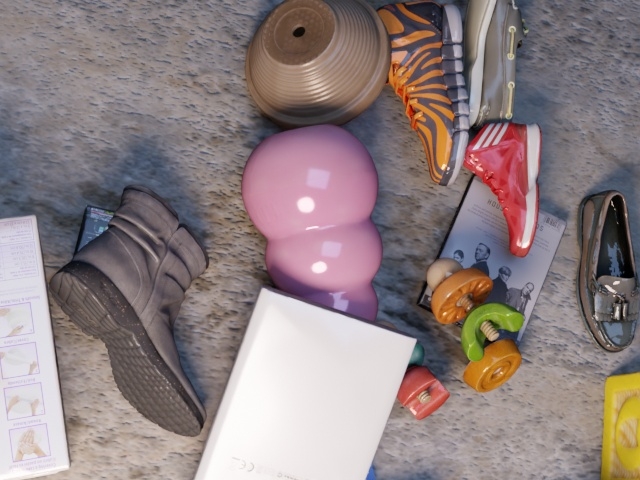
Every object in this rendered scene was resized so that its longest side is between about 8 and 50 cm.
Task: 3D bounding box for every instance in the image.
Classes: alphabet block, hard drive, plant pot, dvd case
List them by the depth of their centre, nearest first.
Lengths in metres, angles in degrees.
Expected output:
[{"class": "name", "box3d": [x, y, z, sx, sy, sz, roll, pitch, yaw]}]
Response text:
[{"class": "hard drive", "box3d": [-0.033, 0.265, 1.469, 0.233, 0.047, 0.353, 19, 96, -9]}, {"class": "plant pot", "box3d": [-0.016, -0.294, 1.586, 0.237, 0.110, 0.237, -5, 72, 16]}, {"class": "alphabet block", "box3d": [0.570, 0.309, 1.608, 0.197, 0.192, 0.194, 8, 75, -10]}, {"class": "dvd case", "box3d": [0.281, 0.037, 1.680, 0.179, 0.029, 0.239, 27, 74, -6]}]

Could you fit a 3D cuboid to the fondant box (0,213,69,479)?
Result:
[{"class": "fondant box", "box3d": [-0.404, 0.152, 1.394, 0.096, 0.238, 0.331, -9, 81, -15]}]

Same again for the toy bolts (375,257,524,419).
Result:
[{"class": "toy bolts", "box3d": [0.182, 0.154, 1.594, 0.228, 0.218, 0.158, -36, 56, -3]}]

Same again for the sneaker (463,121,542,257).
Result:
[{"class": "sneaker", "box3d": [0.284, -0.084, 1.662, 0.128, 0.087, 0.221, 5, 75, 4]}]

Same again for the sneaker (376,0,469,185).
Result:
[{"class": "sneaker", "box3d": [0.138, -0.238, 1.669, 0.180, 0.125, 0.321, 1, 68, -8]}]

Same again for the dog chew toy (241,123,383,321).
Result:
[{"class": "dog chew toy", "box3d": [0.000, 0.000, 1.544, 0.206, 0.206, 0.332, -11, 90, -14]}]

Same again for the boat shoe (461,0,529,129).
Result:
[{"class": "boat shoe", "box3d": [0.291, -0.328, 1.718, 0.091, 0.109, 0.305, 11, 83, -11]}]

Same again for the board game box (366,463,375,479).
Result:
[{"class": "board game box", "box3d": [-0.049, 0.406, 1.533, 0.281, 0.027, 0.145, -10, 83, -14]}]

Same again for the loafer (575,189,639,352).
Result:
[{"class": "loafer", "box3d": [0.473, 0.048, 1.692, 0.096, 0.084, 0.268, -2, 79, -13]}]

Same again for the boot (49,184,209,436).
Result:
[{"class": "boot", "box3d": [-0.219, 0.101, 1.489, 0.223, 0.118, 0.338, -55, 130, -41]}]

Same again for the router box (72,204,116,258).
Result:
[{"class": "router box", "box3d": [-0.303, 0.006, 1.551, 0.122, 0.038, 0.092, 14, 77, -10]}]
